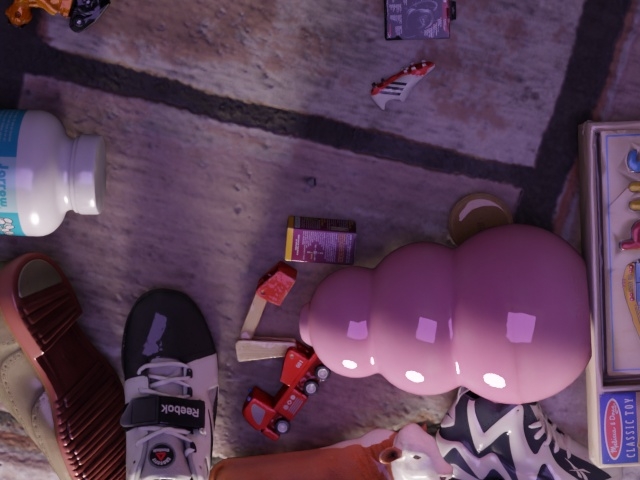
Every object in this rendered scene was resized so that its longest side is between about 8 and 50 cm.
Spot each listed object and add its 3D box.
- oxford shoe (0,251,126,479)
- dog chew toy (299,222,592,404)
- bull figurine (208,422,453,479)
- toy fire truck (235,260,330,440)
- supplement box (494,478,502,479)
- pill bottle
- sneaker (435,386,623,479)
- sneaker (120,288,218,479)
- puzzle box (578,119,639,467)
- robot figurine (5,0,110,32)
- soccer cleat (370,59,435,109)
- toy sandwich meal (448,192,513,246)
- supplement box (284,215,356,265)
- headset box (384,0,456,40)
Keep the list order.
[{"bbox_3d":[-0.334,0.178,1.577,0.130,0.123,0.348,-7,108,30],"label":"oxford shoe"},{"bbox_3d":[0.141,0.088,1.488,0.331,0.206,0.207,-3,104,11],"label":"dog chew toy"},{"bbox_3d":[0.017,0.323,1.594,0.310,0.101,0.189,-7,99,13],"label":"bull figurine"},{"bbox_3d":[-0.054,0.137,1.583,0.135,0.047,0.192,34,102,-8],"label":"toy fire truck"},{"bbox_3d":[0.213,0.432,1.624,0.113,0.111,0.220,-17,103,4],"label":"supplement box"},{"bbox_3d":[-0.382,-0.079,1.477,0.264,0.146,0.146,1,104,0],"label":"pill bottle"},{"bbox_3d":[0.264,0.224,1.581,0.234,0.094,0.153,12,112,7],"label":"sneaker"},{"bbox_3d":[-0.176,0.225,1.540,0.122,0.146,0.331,-2,94,-9],"label":"sneaker"},{"bbox_3d":[0.445,0.057,1.521,0.272,0.052,0.409,-3,93,-1],"label":"puzzle box"},{"bbox_3d":[-0.295,-0.377,1.436,0.211,0.085,0.291,19,102,-4],"label":"robot figurine"},{"bbox_3d":[0.099,-0.183,1.516,0.083,0.029,0.036,-26,111,9],"label":"soccer cleat"},{"bbox_3d":[0.196,-0.019,1.557,0.085,0.029,0.086,2,103,7],"label":"toy sandwich meal"},{"bbox_3d":[0.000,0.000,1.546,0.083,0.055,0.043,5,105,-1],"label":"supplement box"},{"bbox_3d":[0.115,-0.264,1.492,0.083,0.032,0.062,-3,104,0],"label":"headset box"}]
